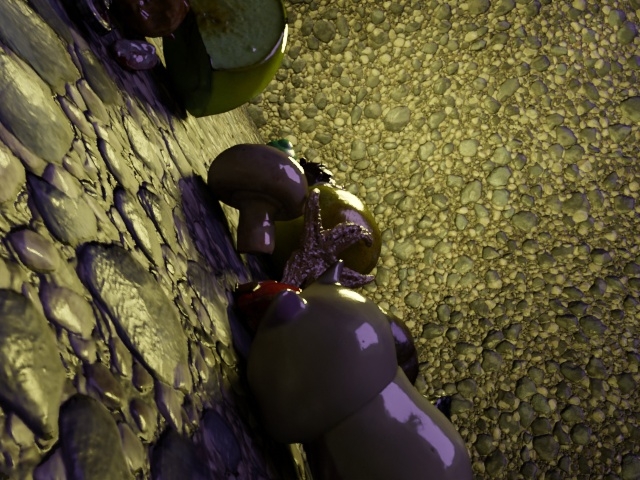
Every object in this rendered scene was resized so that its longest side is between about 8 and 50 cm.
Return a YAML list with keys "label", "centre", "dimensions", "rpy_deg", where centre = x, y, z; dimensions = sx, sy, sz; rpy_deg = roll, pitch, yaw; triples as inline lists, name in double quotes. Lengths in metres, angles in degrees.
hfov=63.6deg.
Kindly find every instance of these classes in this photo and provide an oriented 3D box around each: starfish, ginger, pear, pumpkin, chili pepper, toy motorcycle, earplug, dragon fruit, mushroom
- label: "starfish"
  centre: [-0.002, 0.060, 1.024]
  dimensions: [0.060, 0.302, 0.299]
  rpy_deg: [12, -34, 40]
- label: "ginger"
  centre: [-0.366, -0.551, 0.915]
  dimensions: [0.357, 0.153, 0.274]
  rpy_deg: [62, 2, -47]
- label: "pear"
  centre: [0.000, 0.000, 1.237]
  dimensions: [0.294, 0.294, 0.294]
  rpy_deg: [63, 3, -5]
- label: "pear"
  centre: [-0.219, -0.422, 1.147]
  dimensions: [0.342, 0.239, 0.318]
  rpy_deg: [69, -26, 14]
- label: "pumpkin"
  centre: [0.097, 0.259, 1.128]
  dimensions: [0.324, 0.232, 0.242]
  rpy_deg: [59, 6, -13]
- label: "chili pepper"
  centre: [-0.307, -0.305, 0.847]
  dimensions: [0.050, 0.041, 0.153]
  rpy_deg: [43, 22, -7]
- label: "toy motorcycle"
  centre: [-0.336, -0.390, 0.728]
  dimensions: [0.122, 0.080, 0.215]
  rpy_deg: [58, 10, -57]
- label: "earplug"
  centre: [-0.151, -0.233, 1.822]
  dimensions: [0.164, 0.280, 0.257]
  rpy_deg: [43, 32, 22]
- label: "dragon fruit"
  centre: [-0.058, 0.101, 0.823]
  dimensions: [0.161, 0.127, 0.120]
  rpy_deg: [-114, -175, -65]
- label: "mushroom"
  centre: [-0.124, -0.084, 1.001]
  dimensions: [0.207, 0.209, 0.206]
  rpy_deg: [21, 13, -5]

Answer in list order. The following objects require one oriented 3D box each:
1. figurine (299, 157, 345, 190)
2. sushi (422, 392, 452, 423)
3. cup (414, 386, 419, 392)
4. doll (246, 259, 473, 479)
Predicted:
- label: "figurine"
  centre: [0.021, -0.076, 1.473]
  dimensions: [0.370, 0.167, 0.281]
  rpy_deg: [54, 3, 12]
- label: "sushi"
  centre: [0.156, 0.410, 0.938]
  dimensions: [0.239, 0.225, 0.218]
  rpy_deg: [2, 66, -49]
- label: "cup"
  centre: [0.219, 0.535, 1.450]
  dimensions: [0.200, 0.192, 0.252]
  rpy_deg: [61, -28, 27]
- label: "doll"
  centre: [0.044, 0.230, 0.640]
  dimensions: [0.370, 0.226, 0.215]
  rpy_deg: [54, 32, 10]
